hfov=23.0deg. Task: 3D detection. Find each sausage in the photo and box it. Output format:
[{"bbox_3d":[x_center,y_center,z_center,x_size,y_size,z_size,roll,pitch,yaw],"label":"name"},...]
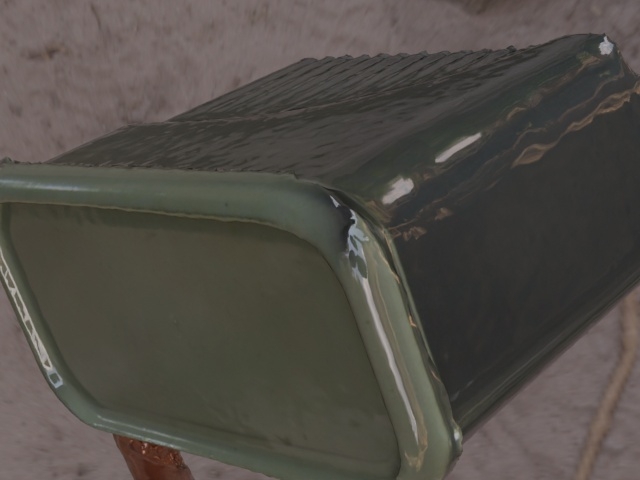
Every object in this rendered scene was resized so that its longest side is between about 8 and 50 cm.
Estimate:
[{"bbox_3d":[-0.094,0.123,0.904,0.036,0.158,0.042,-10,46,3],"label":"sausage"}]

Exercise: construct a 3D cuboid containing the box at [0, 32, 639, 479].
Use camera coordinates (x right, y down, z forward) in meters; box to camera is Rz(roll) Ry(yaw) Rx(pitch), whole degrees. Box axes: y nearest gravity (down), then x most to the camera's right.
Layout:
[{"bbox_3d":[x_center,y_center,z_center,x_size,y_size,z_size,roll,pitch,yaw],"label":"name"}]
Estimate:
[{"bbox_3d":[0.000,0.000,0.663,0.178,0.274,0.138,-32,113,-32],"label":"box"}]
